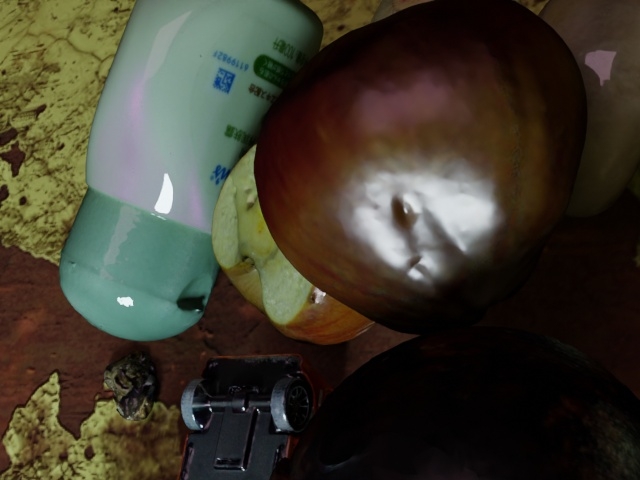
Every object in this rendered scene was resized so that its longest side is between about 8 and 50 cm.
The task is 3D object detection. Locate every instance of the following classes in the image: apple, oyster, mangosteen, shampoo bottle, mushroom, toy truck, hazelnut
[{"bbox_3d":[0.000,0.000,1.058,0.195,0.160,0.173,41,104,49],"label":"apple"},{"bbox_3d":[-0.180,0.139,1.187,0.054,0.019,0.083,-38,52,9],"label":"oyster"},{"bbox_3d":[0.135,0.217,0.798,0.359,0.306,0.306,14,71,0],"label":"mangosteen"},{"bbox_3d":[-0.130,-0.075,1.155,0.151,0.222,0.350,22,91,25],"label":"shampoo bottle"},{"bbox_3d":[0.238,-0.112,0.981,0.206,0.209,0.206,-39,42,47],"label":"mushroom"},{"bbox_3d":[-0.059,0.223,1.011,0.107,0.114,0.253,-4,63,29],"label":"toy truck"},{"bbox_3d":[0.073,-0.048,0.848,0.251,0.217,0.217,-46,47,35],"label":"hazelnut"}]

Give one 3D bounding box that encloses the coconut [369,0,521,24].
[{"bbox_3d":[0.111,-0.150,1.083,0.147,0.153,0.147,-6,34,4],"label":"coconut"}]
